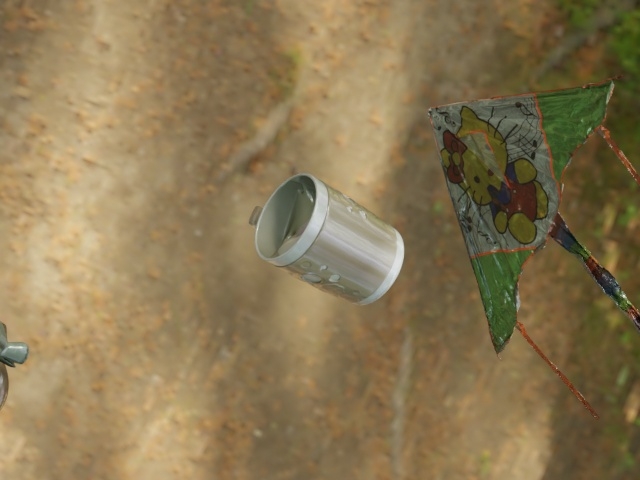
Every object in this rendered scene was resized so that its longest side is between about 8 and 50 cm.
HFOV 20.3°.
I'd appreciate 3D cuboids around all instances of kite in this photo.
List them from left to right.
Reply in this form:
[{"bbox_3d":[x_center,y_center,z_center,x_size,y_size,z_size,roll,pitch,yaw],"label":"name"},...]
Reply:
[{"bbox_3d":[0.134,0.004,0.911,0.006,0.244,0.198,-20,146,-37],"label":"kite"}]

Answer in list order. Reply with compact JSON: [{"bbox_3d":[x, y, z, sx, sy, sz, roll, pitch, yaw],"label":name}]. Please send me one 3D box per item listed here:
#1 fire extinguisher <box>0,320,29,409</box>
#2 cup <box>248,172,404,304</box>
[{"bbox_3d":[-0.358,0.144,1.493,0.147,0.106,0.337,13,134,-36],"label":"fire extinguisher"},{"bbox_3d":[0.000,0.007,1.385,0.099,0.102,0.074,30,54,-32],"label":"cup"}]
